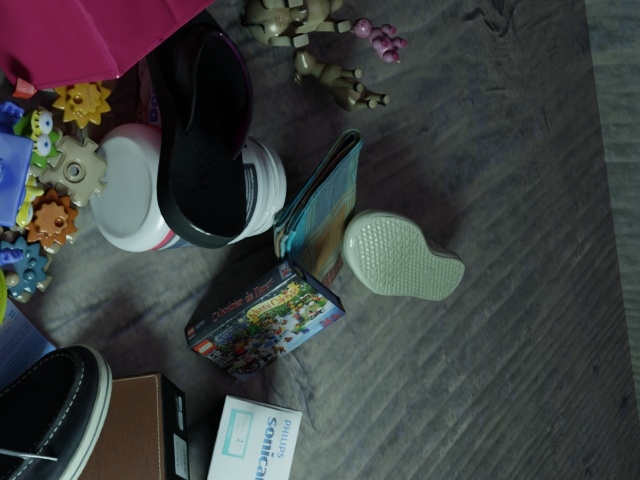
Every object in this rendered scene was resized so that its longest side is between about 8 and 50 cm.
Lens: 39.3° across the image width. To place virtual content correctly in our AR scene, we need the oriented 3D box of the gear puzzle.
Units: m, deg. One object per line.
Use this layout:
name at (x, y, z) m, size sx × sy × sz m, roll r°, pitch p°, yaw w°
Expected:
gear puzzle at (-0.381, -0.089, 1.241) m, size 0.175 × 0.044 × 0.339 m, roll 36°, pitch 72°, yaw -30°

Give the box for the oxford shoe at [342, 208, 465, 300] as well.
oxford shoe at (0.158, 0.027, 1.889) m, size 0.169 × 0.130 × 0.449 m, roll -55°, pitch 147°, yaw 8°

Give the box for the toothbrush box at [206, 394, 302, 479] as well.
toothbrush box at (-0.119, 0.370, 1.469) m, size 0.295 × 0.126 × 0.216 m, roll 125°, pitch -23°, yaw -80°

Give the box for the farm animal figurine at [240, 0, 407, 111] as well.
farm animal figurine at (-0.006, -0.405, 1.657) m, size 0.327 × 0.172 × 0.330 m, roll -6°, pitch 105°, yaw -38°

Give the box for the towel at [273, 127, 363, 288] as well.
towel at (0.000, 0.000, 1.649) m, size 0.271 × 0.040 × 0.370 m, roll -55°, pitch 160°, yaw -32°

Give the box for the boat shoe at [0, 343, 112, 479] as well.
boat shoe at (-0.452, 0.302, 1.101) m, size 0.500 × 0.187 × 0.156 m, roll -48°, pitch 133°, yaw -30°

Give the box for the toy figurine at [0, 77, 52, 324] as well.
toy figurine at (-0.427, -0.049, 1.071) m, size 0.191 × 0.217 × 0.362 m, roll 16°, pitch 80°, yaw -25°

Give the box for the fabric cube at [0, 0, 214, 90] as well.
fabric cube at (-0.324, -0.374, 1.179) m, size 0.259 × 0.254 × 0.258 m, roll -50°, pitch 126°, yaw -35°

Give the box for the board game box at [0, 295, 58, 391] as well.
board game box at (-0.481, 0.224, 1.220) m, size 0.281 × 0.027 × 0.145 m, roll -56°, pitch 130°, yaw -32°

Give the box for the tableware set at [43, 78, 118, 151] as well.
tableware set at (-0.360, -0.207, 1.340) m, size 0.141 × 0.020 × 0.168 m, roll -9°, pitch 99°, yaw -50°

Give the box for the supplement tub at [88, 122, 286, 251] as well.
supplement tub at (-0.205, -0.084, 1.403) m, size 0.272 × 0.191 × 0.191 m, roll -5°, pitch 96°, yaw -50°

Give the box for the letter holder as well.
letter holder at (-0.310, 0.368, 1.310) m, size 0.152 × 0.214 × 0.301 m, roll 74°, pitch 8°, yaw -68°

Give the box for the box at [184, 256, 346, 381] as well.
box at (-0.095, 0.141, 1.548) m, size 0.159 × 0.233 × 0.044 m, roll 40°, pitch 20°, yaw -45°

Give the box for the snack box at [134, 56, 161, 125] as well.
snack box at (-0.263, -0.267, 1.417) m, size 0.022 × 0.064 × 0.178 m, roll 1°, pitch 92°, yaw -52°

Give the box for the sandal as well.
sandal at (-0.154, -0.197, 1.295) m, size 0.168 × 0.107 × 0.445 m, roll 18°, pitch 50°, yaw -39°
